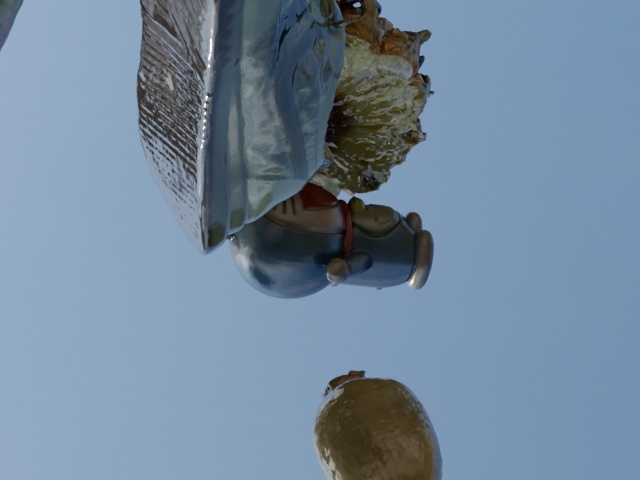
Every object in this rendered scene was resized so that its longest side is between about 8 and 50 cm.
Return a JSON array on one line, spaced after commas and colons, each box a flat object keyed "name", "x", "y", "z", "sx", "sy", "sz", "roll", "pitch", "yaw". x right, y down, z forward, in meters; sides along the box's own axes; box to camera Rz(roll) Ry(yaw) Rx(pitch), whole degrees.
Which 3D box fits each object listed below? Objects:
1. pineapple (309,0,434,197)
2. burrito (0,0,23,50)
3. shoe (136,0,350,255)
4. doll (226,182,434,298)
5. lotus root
[{"name": "pineapple", "x": -0.014, "y": -0.094, "z": 1.271, "sx": 0.221, "sy": 0.221, "sz": 0.047, "roll": -18, "pitch": -128, "yaw": 0}, {"name": "burrito", "x": -0.287, "y": -0.192, "z": 1.371, "sx": 0.144, "sy": 0.089, "sz": 0.229, "roll": 30, "pitch": -82, "yaw": 18}, {"name": "shoe", "x": -0.035, "y": -0.108, "z": 0.883, "sx": 0.098, "sy": 0.275, "sz": 0.103, "roll": -23, "pitch": -122, "yaw": -20}, {"name": "doll", "x": 0.000, "y": 0.000, "z": 1.275, "sx": 0.152, "sy": 0.085, "sz": 0.114, "roll": 6, "pitch": -160, "yaw": -12}, {"name": "lotus root", "x": 0.032, "y": 0.120, "z": 1.092, "sx": 0.073, "sy": 0.062, "sz": 0.150, "roll": -32, "pitch": -147, "yaw": 3}]
